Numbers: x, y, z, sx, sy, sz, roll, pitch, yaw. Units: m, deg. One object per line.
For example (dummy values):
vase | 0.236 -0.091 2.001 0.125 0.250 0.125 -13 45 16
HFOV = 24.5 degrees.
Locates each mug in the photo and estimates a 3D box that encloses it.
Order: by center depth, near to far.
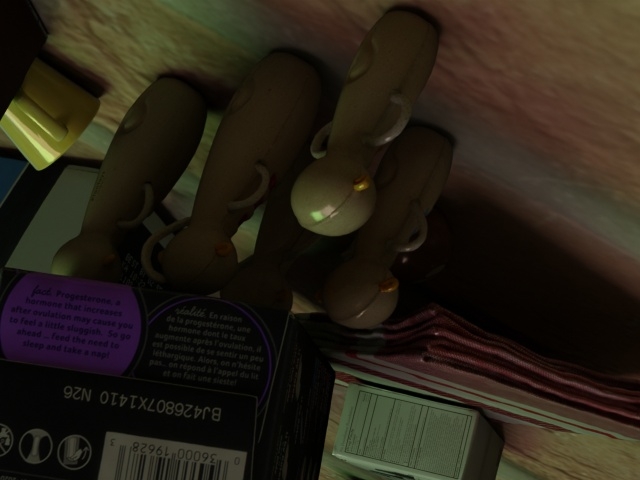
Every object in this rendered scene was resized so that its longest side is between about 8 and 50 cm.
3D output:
mug | -0.184 -0.091 0.963 0.064 0.062 0.078 44 148 -20

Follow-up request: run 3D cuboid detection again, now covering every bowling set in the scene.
bowling set | 0.000 0.000 0.852 0.200 0.154 0.287 37 154 -27

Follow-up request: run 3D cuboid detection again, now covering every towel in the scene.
towel | 0.083 0.091 1.027 0.237 0.037 0.329 20 169 -27

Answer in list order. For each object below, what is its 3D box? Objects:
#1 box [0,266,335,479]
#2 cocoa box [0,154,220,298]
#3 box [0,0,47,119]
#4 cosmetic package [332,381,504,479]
box | -0.089 0.117 0.866 0.165 0.143 0.270 8 170 7
cocoa box | -0.212 0.116 1.205 0.228 0.231 0.347 10 153 32
box | -0.296 -0.104 0.855 0.168 0.203 0.167 16 156 20
cosmetic package | 0.082 0.163 1.156 0.099 0.060 0.239 13 170 15
